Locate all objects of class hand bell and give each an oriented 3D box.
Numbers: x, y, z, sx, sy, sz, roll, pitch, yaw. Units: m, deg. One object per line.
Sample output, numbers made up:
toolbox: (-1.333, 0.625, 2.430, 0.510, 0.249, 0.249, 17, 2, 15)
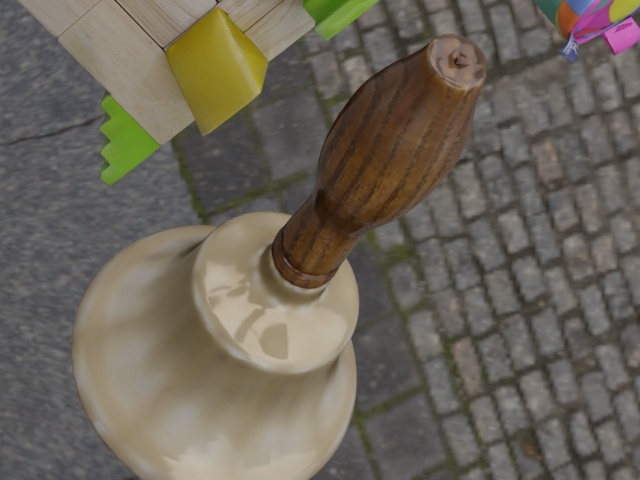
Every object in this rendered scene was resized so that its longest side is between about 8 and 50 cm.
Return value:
hand bell: (0.000, 0.000, 0.528, 0.126, 0.242, 0.126, 10, 61, -19)

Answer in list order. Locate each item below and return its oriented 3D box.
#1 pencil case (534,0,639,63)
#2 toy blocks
pencil case: (0.129, -0.228, 0.968, 0.104, 0.104, 0.236, -32, 74, -22)
toy blocks: (-0.075, -0.247, 0.887, 0.381, 0.190, 0.261, -35, 111, 22)
